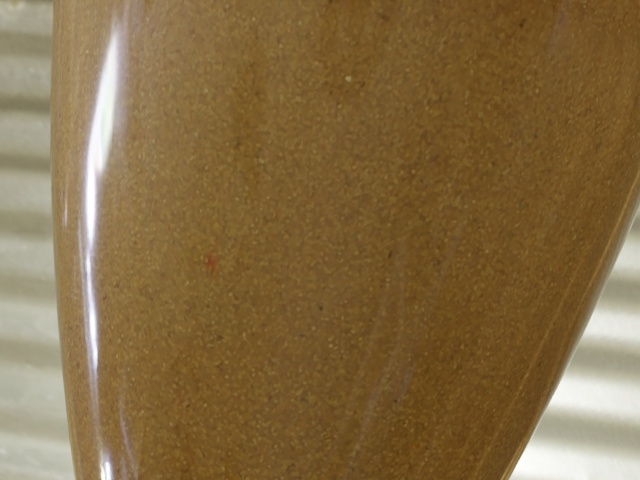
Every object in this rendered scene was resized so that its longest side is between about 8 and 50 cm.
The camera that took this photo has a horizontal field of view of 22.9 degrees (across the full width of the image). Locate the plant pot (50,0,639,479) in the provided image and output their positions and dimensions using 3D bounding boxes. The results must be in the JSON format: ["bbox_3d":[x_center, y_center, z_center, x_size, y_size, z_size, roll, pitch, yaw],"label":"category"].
[{"bbox_3d":[0.000,0.000,0.558,0.237,0.237,0.254,11,-93,21],"label":"plant pot"}]
